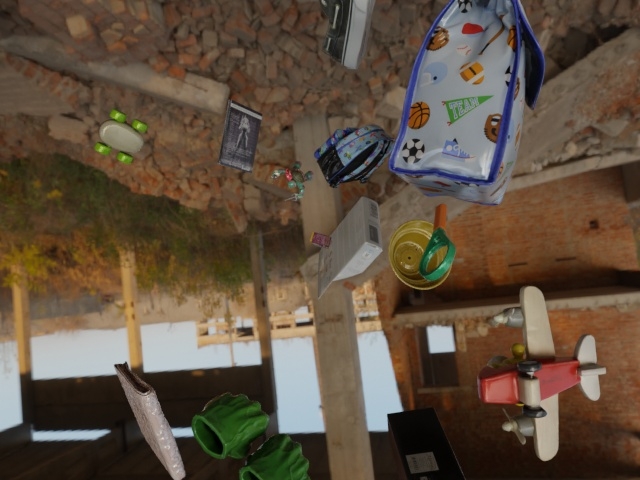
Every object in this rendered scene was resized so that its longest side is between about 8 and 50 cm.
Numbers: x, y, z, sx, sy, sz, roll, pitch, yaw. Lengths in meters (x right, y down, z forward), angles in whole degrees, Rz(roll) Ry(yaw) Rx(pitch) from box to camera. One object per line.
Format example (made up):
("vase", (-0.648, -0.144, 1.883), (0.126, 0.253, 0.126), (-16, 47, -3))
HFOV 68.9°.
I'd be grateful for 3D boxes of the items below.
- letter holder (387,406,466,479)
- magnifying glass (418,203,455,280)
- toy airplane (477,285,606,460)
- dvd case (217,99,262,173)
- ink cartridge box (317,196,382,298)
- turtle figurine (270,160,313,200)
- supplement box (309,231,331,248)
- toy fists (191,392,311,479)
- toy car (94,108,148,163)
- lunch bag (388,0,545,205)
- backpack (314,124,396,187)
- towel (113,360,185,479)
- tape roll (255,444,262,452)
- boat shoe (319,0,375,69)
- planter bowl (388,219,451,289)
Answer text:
("letter holder", (0.302, 0.680, 1.351), (0.151, 0.215, 0.302), (-7, -154, -3))
("magnifying glass", (0.261, -0.003, 1.031), (0.026, 0.231, 0.092), (34, 132, -15))
("toy airplane", (0.627, 0.384, 1.375), (0.384, 0.386, 0.272), (44, 156, -19))
("dvd case", (-0.281, -0.361, 1.643), (0.018, 0.221, 0.164), (13, -177, 33))
("ink cartridge box", (0.116, 0.044, 1.993), (0.091, 0.308, 0.385), (23, 128, -18))
("turtle figurine", (-0.117, -0.273, 2.115), (0.118, 0.175, 0.234), (-26, -163, 33))
("supplement box", (0.000, 0.000, 1.923), (0.083, 0.043, 0.055), (16, 166, 2))
("toy fists", (-0.141, 0.440, 0.991), (0.279, 0.096, 0.142), (36, -152, 24))
("toy car", (-0.717, -0.384, 1.667), (0.149, 0.155, 0.188), (23, -169, -36))
("lunch bag", (0.316, -0.285, 0.955), (0.238, 0.386, 0.328), (12, -179, 22))
("backpack", (0.092, -0.222, 1.152), (0.158, 0.117, 0.173), (-15, 162, -46))
("towel", (-0.562, 0.581, 1.537), (0.053, 0.332, 0.317), (-26, -158, -32))
("tape roll", (-0.172, 0.966, 1.738), (0.072, 0.392, 0.392), (-10, 175, 15))
("boat shoe", (0.052, -0.504, 1.001), (0.119, 0.121, 0.335), (18, 155, 4))
("planter bowl", (0.297, 0.050, 1.472), (0.217, 0.217, 0.090), (-5, 170, -17))
